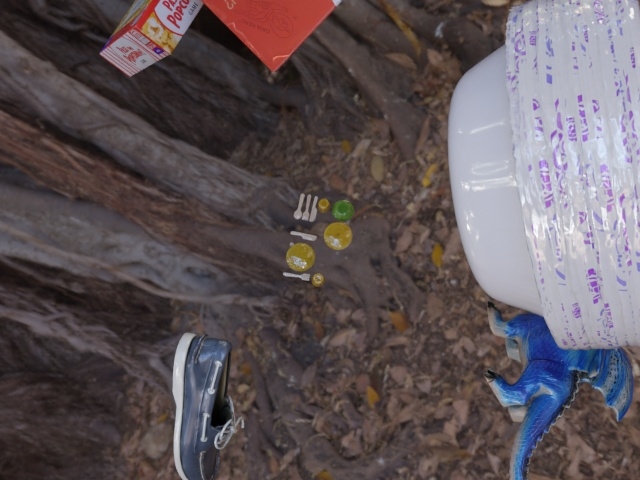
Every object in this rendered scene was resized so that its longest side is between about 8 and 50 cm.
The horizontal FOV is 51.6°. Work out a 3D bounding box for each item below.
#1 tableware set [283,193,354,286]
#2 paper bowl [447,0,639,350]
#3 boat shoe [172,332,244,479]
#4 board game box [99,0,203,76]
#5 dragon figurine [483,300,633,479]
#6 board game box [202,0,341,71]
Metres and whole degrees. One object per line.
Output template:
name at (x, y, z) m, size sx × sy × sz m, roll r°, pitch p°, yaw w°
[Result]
tableware set at (0.000, 0.000, 1.111) m, size 0.024 × 0.103 × 0.154 m, roll 87°, pitch -166°, yaw -77°
paper bowl at (0.197, -0.053, 0.542) m, size 0.148 × 0.284 × 0.284 m, roll -7°, pitch 55°, yaw 26°
boat shoe at (-0.156, 0.245, 0.936) m, size 0.095 × 0.079 × 0.255 m, roll -60°, pitch -25°, yaw -68°
board game box at (-0.150, -0.275, 0.707) m, size 0.146 × 0.045 × 0.194 m, roll 5°, pitch 64°, yaw 58°
dragon figurine at (0.237, 0.116, 0.618) m, size 0.144 × 0.085 × 0.289 m, roll -16°, pitch 36°, yaw 29°
board game box at (-0.069, -0.334, 0.528) m, size 0.242 × 0.316 × 0.064 m, roll -39°, pitch 15°, yaw 34°
